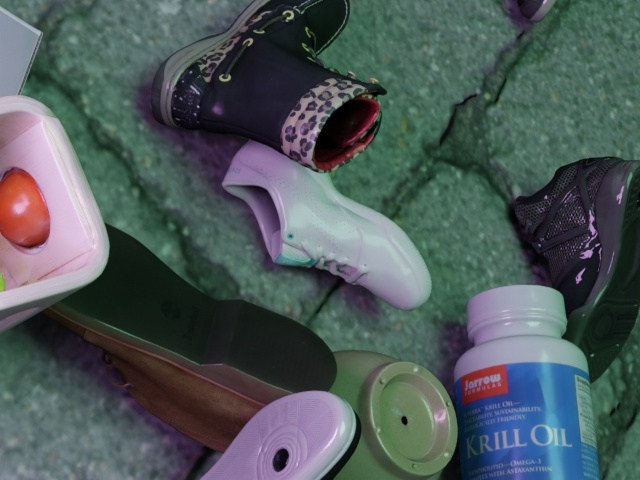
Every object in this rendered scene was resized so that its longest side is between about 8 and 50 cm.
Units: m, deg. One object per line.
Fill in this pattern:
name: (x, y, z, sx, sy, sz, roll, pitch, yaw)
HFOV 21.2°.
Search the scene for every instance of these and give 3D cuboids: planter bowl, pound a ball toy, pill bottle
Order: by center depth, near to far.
pound a ball toy: (-0.257, -0.030, 1.105, 0.135, 0.319, 0.208, -19, 83, -44)
planter bowl: (0.044, 0.161, 1.428, 0.162, 0.109, 0.162, 17, 61, -34)
pill bottle: (0.183, 0.159, 1.538, 0.124, 0.124, 0.222, 14, 62, -36)

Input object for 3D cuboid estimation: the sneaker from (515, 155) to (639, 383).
sneaker: (0.250, 0.026, 1.694, 0.087, 0.130, 0.228, 7, 94, -44)

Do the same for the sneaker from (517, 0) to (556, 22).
sneaker: (0.206, -0.343, 1.830, 0.118, 0.083, 0.222, 15, 68, -15)

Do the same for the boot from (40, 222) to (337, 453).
boot: (-0.147, 0.074, 1.311, 0.305, 0.115, 0.112, 29, 38, -4)

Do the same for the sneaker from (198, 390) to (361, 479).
sneaker: (-0.019, 0.194, 1.295, 0.121, 0.217, 0.079, 25, 38, -36)

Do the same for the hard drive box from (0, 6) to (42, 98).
hard drive box: (-0.342, -0.134, 1.177, 0.232, 0.181, 0.089, 33, 51, -27)

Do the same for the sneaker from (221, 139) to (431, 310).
sneaker: (0.000, 0.000, 1.493, 0.212, 0.080, 0.094, 43, 53, -5)

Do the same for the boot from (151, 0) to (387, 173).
boot: (-0.007, -0.140, 1.467, 0.236, 0.178, 0.085, -36, 136, -39)
